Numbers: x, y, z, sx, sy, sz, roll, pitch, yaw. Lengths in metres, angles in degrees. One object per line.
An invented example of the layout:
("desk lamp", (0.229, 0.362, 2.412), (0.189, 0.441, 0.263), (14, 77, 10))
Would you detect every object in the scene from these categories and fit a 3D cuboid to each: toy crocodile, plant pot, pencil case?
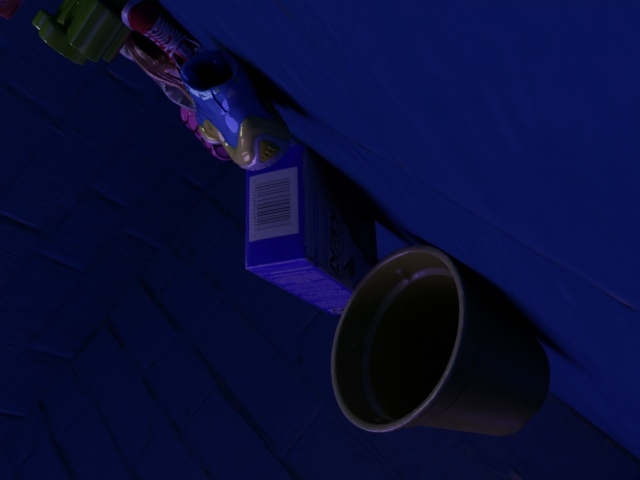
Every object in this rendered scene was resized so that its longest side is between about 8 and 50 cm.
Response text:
("toy crocodile", (-0.312, -0.304, 0.810), (0.105, 0.115, 0.340), (32, -173, -36))
("plant pot", (0.199, 0.179, 0.905), (0.253, 0.276, 0.276), (25, -173, -28))
("pencil case", (-0.218, -0.244, 1.200), (0.209, 0.095, 0.098), (41, 155, 48))

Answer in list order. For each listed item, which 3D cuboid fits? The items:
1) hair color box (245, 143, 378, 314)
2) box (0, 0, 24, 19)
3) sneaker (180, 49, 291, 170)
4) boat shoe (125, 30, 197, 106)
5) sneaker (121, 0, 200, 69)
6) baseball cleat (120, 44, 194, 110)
("hair color box", (0.000, 0.000, 0.999), (0.110, 0.185, 0.339), (-9, 159, 20))
("box", (-0.595, -0.512, 0.919), (0.300, 0.142, 0.154), (39, 180, -2))
("sneaker", (-0.111, -0.173, 0.688), (0.240, 0.091, 0.126), (40, 163, 54))
("boat shoe", (-0.197, -0.250, 0.839), (0.178, 0.064, 0.060), (37, 150, 1))
("sneaker", (-0.185, -0.244, 0.703), (0.067, 0.042, 0.118), (43, -172, 5))
("baseball cleat", (-0.285, -0.323, 1.093), (0.206, 0.072, 0.109), (43, -167, -11))
